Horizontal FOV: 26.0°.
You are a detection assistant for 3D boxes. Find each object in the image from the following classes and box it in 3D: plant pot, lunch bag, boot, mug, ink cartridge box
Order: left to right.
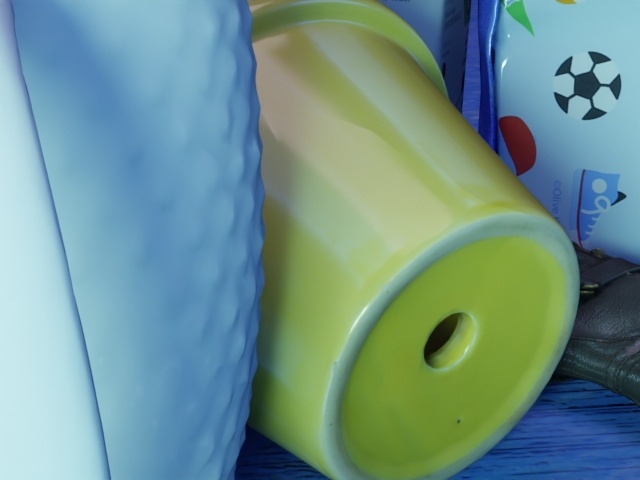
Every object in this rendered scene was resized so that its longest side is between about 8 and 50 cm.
[{"bbox_3d":[-0.139,0.005,0.502,0.276,0.328,0.374,-10,12,-19],"label":"mug"},{"bbox_3d":[0.000,0.000,0.740,0.254,0.254,0.239,-13,36,-34],"label":"plant pot"},{"bbox_3d":[0.060,-0.108,1.090,0.092,0.219,0.160,6,19,13],"label":"ink cartridge box"},{"bbox_3d":[0.219,0.036,0.831,0.263,0.091,0.229,-16,23,-34],"label":"boot"},{"bbox_3d":[0.302,-0.137,0.983,0.385,0.328,0.239,-3,13,-2],"label":"lunch bag"}]
